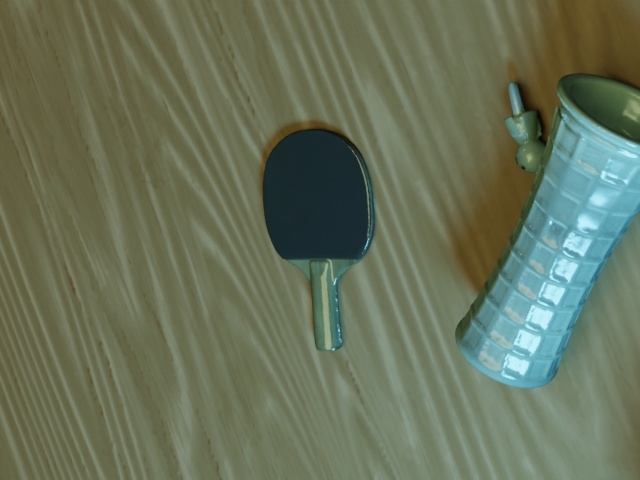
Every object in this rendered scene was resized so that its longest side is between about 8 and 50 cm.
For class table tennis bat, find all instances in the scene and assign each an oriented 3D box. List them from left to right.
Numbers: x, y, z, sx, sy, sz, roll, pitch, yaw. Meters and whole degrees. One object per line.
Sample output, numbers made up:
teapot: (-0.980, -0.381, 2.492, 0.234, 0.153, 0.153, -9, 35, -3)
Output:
table tennis bat: (0.000, 0.000, 1.909, 0.138, 0.022, 0.246, 0, 100, 32)

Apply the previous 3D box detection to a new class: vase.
vase: (0.236, -0.002, 1.697, 0.143, 0.143, 0.299, 36, 120, 20)

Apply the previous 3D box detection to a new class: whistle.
whistle: (0.206, -0.111, 1.747, 0.035, 0.035, 0.100, -16, 91, 33)
